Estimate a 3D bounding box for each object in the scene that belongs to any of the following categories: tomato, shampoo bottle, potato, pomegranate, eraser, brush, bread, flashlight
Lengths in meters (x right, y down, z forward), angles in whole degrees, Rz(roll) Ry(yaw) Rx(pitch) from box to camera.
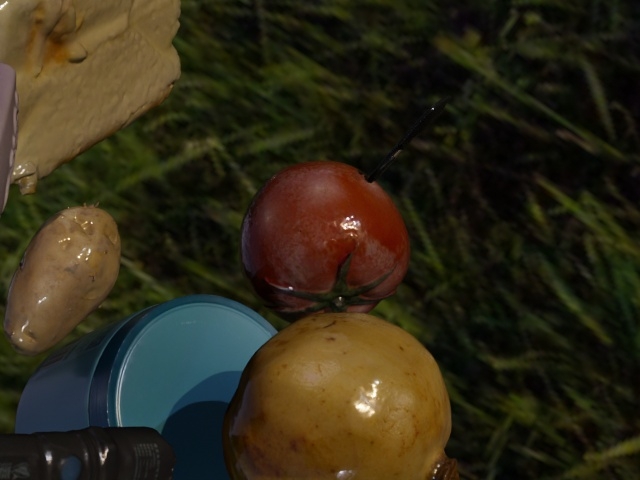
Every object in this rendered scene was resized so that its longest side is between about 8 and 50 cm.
[{"bbox_3d":[0.000,0.000,2.309,0.265,0.265,0.265,-40,34,34],"label":"tomato"},{"bbox_3d":[-0.245,0.270,2.229,0.342,0.331,0.331,-20,47,53],"label":"shampoo bottle"},{"bbox_3d":[-0.376,0.059,2.189,0.128,0.161,0.235,31,70,35],"label":"potato"},{"bbox_3d":[0.019,0.233,1.871,0.307,0.307,0.307,-40,34,34],"label":"pomegranate"},{"bbox_3d":[-0.333,-0.032,1.421,0.204,0.059,0.243,-60,22,24],"label":"eraser"},{"bbox_3d":[0.126,-0.145,2.191,0.063,0.016,0.193,-32,-9,-48],"label":"brush"},{"bbox_3d":[-0.393,-0.264,1.728,0.371,0.279,0.390,18,38,26],"label":"bread"},{"bbox_3d":[-0.353,0.268,1.784,0.103,0.424,0.103,-7,80,41],"label":"flashlight"}]
